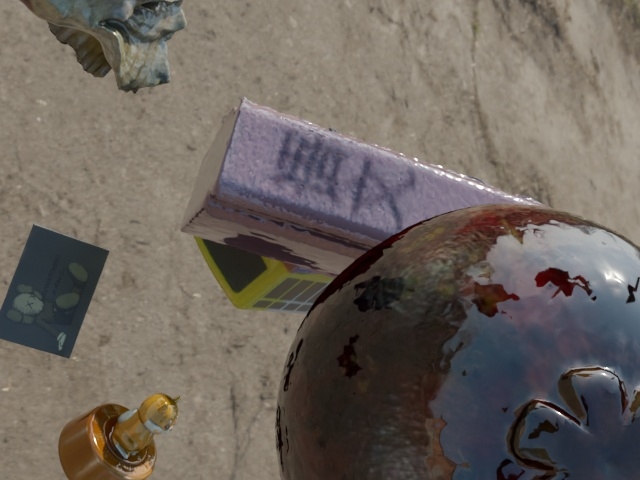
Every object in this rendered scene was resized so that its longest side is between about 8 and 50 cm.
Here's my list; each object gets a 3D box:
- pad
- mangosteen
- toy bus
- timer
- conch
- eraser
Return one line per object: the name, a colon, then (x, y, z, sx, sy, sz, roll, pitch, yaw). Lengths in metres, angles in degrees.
pad: (-0.435, 0.083, 1.180, 0.127, 0.004, 0.190, 22, 81, -23)
mangosteen: (0.117, 0.135, 0.524, 0.359, 0.306, 0.306, 124, -34, -76)
toy bus: (0.000, 0.000, 1.238, 0.209, 0.249, 0.440, 57, 18, 20)
timer: (-0.246, 0.254, 0.965, 0.132, 0.152, 0.132, 45, 18, -20)
conch: (-0.173, -0.197, 0.519, 0.163, 0.245, 0.178, -20, 120, -37)
eraser: (0.040, -0.022, 0.837, 0.359, 0.272, 0.122, 18, 76, -16)
